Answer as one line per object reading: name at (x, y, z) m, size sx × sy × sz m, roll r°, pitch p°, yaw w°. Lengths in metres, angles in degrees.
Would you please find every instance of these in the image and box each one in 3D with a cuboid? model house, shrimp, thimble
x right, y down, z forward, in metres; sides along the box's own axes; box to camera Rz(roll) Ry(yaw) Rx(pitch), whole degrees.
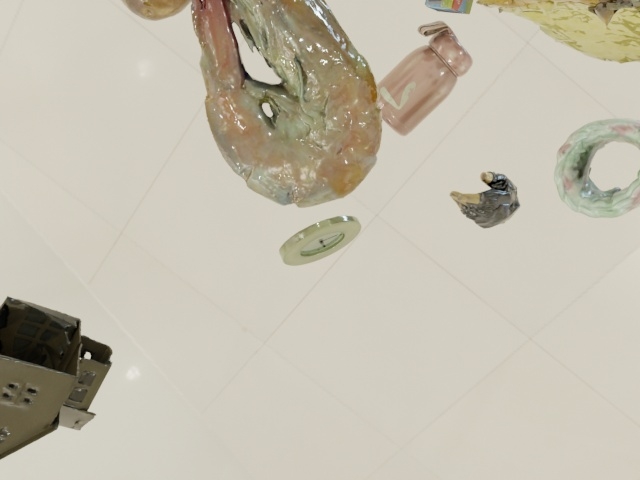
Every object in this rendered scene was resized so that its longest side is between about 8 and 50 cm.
model house at (-0.468, 0.255, 0.849) m, size 0.204 × 0.211 × 0.243 m, roll 28°, pitch 97°, yaw -28°
shrimp at (-0.030, -0.102, 0.300) m, size 0.101 × 0.042 × 0.190 m, roll -32°, pitch 113°, yaw -2°
thimble at (0.570, -0.142, 1.032) m, size 0.211 × 0.149 × 0.185 m, roll -14°, pitch 90°, yaw 43°

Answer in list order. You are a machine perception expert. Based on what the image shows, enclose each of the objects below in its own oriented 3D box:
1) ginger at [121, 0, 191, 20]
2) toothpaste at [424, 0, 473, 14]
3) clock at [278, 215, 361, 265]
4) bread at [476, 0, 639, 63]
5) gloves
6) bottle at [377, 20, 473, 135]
ginger at (-0.243, -0.525, 0.887) m, size 0.172 × 0.165 × 0.321 m, roll 15°, pitch 96°, yaw 34°
toothpaste at (0.200, -0.404, 0.711) m, size 0.070 × 0.044 × 0.193 m, roll 32°, pitch 118°, yaw 45°
clock at (0.000, 0.000, 1.451) m, size 0.235 × 0.235 × 0.029 m, roll -32°, pitch 70°, yaw 21°
bread at (0.348, -0.193, 0.474) m, size 0.249 × 0.278 × 0.315 m, roll 5°, pitch 155°, yaw -30°
gloves at (0.416, -0.100, 1.368) m, size 0.124 × 0.204 × 0.164 m, roll 36°, pitch 125°, yaw 37°
bottle at (0.281, -0.465, 1.538) m, size 0.297 × 0.173 × 0.206 m, roll -41°, pitch 122°, yaw 21°
